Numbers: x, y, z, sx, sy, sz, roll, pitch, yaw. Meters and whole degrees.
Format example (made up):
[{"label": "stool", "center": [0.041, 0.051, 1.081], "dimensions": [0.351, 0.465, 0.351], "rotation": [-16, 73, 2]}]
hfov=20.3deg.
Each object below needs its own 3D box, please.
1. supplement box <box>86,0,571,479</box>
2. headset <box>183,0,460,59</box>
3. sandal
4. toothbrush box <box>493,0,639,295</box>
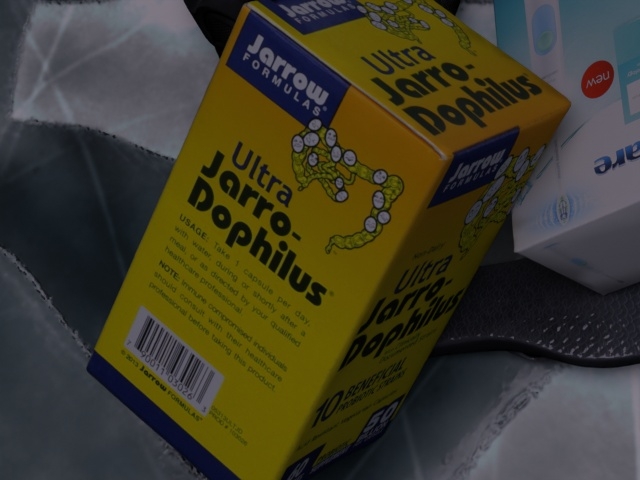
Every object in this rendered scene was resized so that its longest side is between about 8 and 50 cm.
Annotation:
[{"label": "supplement box", "center": [0.000, 0.000, 1.374], "dimensions": [0.195, 0.194, 0.356], "rotation": [39, 123, 19]}, {"label": "headset", "center": [0.025, -0.189, 1.565], "dimensions": [0.243, 0.185, 0.394], "rotation": [-25, 56, 5]}, {"label": "sandal", "center": [0.171, 0.060, 1.492], "dimensions": [0.254, 0.054, 0.097], "rotation": [2, 67, 18]}, {"label": "toothbrush box", "center": [0.260, -0.135, 1.409], "dimensions": [0.216, 0.126, 0.295], "rotation": [-23, 57, 38]}]
